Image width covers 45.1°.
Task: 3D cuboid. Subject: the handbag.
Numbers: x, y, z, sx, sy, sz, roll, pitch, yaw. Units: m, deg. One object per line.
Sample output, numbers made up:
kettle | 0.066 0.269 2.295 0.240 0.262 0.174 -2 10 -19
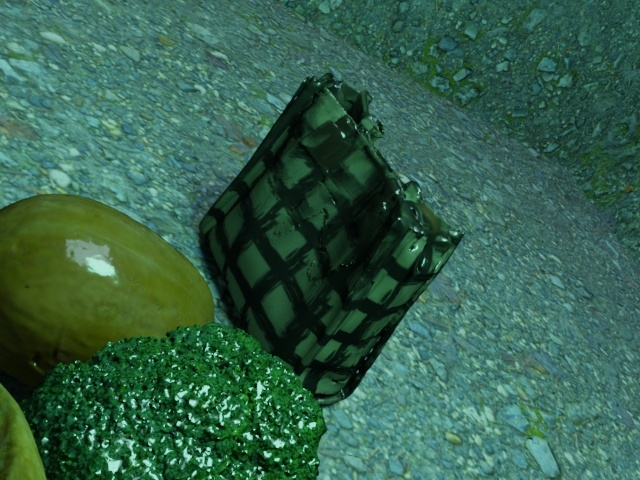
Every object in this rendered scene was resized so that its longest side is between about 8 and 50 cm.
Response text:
handbag | 0.000 0.000 1.035 0.162 0.327 0.325 6 42 -42

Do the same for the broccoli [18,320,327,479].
broccoli | -0.137 0.207 0.653 0.265 0.295 0.245 38 -4 16

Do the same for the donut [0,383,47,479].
donut | -0.295 0.225 0.442 0.329 0.160 0.330 -1 43 1

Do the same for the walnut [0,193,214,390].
walnut | -0.221 0.075 0.786 0.297 0.203 0.203 32 29 -25
